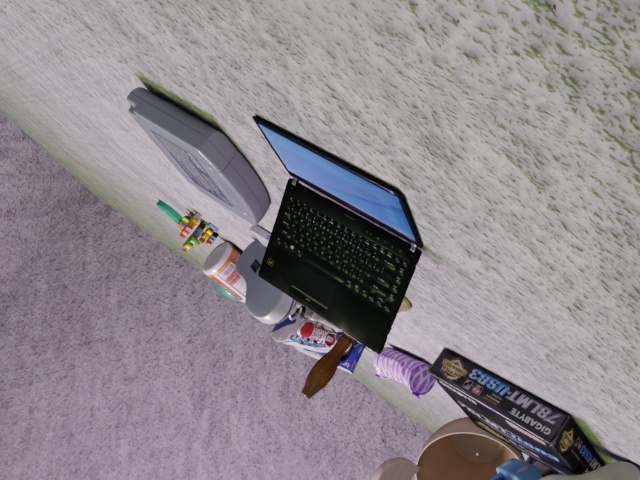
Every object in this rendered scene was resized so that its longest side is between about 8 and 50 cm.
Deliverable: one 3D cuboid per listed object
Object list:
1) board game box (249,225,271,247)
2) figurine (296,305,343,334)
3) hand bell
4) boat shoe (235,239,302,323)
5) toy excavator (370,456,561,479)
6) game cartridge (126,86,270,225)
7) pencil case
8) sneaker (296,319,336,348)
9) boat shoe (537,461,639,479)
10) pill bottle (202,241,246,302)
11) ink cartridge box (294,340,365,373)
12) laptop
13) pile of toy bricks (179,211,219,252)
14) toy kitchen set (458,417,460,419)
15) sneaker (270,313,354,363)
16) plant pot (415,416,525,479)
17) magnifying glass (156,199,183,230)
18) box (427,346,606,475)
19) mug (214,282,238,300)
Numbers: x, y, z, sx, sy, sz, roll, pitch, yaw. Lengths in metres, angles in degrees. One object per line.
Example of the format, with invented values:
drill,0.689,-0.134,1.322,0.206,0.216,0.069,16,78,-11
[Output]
board game box,-0.106,0.007,1.660,0.090,0.020,0.090,30,168,26
figurine,0.044,0.188,1.830,0.209,0.092,0.215,32,171,-25
hand bell,0.046,0.181,1.335,0.126,0.242,0.126,34,168,8
boat shoe,-0.093,0.121,1.719,0.156,0.136,0.367,37,-178,-22
toy excavator,0.387,0.604,1.624,0.433,0.445,0.222,61,171,6
game cartridge,-0.191,-0.131,1.258,0.198,0.062,0.297,27,167,21
pencil case,0.207,0.330,1.877,0.086,0.088,0.206,38,168,-20
sneaker,-0.005,0.224,1.765,0.067,0.042,0.118,25,-179,30
boat shoe,0.488,0.467,1.357,0.227,0.079,0.081,-28,131,32
pill bottle,-0.242,0.111,2.257,0.216,0.121,0.121,42,168,-26
ink cartridge box,0.028,0.338,2.358,0.207,0.097,0.046,18,162,27
laptop,0.000,0.000,0.986,0.234,0.264,0.136,31,-155,27
pile of toy bricks,-0.372,-0.011,2.184,0.118,0.105,0.212,39,169,-15
toy kitchen set,0.456,0.620,2.405,0.075,0.083,0.068,37,-149,-1
sneaker,-0.006,0.308,2.284,0.182,0.127,0.315,41,158,-28
plant pot,0.404,0.576,1.951,0.284,0.284,0.191,36,-155,3
magnifying glass,-0.491,-0.073,2.509,0.092,0.026,0.231,32,169,19
box,0.391,0.358,1.479,0.295,0.073,0.293,25,165,43
mug,-0.255,0.124,2.390,0.097,0.158,0.129,8,126,63
